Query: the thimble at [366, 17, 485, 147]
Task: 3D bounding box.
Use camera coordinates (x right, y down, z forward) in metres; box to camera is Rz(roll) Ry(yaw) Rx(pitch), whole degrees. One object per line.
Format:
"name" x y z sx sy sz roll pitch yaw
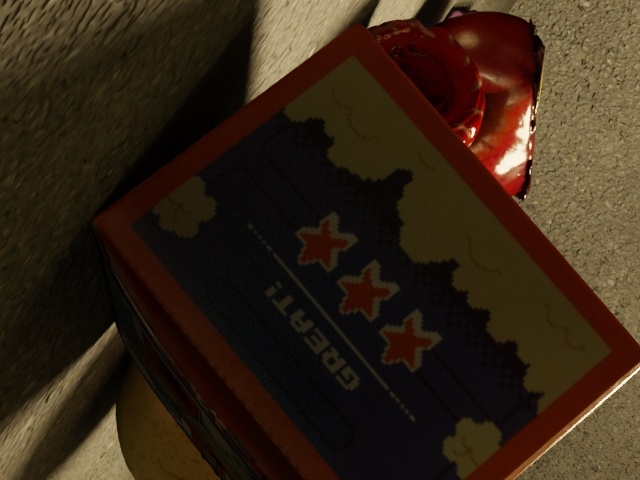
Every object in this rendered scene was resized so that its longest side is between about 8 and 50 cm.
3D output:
"thimble" 0.073 -0.121 1.484 0.189 0.163 0.125 -52 173 -34

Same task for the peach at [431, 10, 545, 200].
"peach" 0.177 -0.185 1.977 0.362 0.201 0.258 -94 -174 -76

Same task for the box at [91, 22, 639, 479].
"box" 0.013 0.079 1.124 0.257 0.318 0.349 -37 172 -13

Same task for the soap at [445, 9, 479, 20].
"soap" 0.205 -0.271 2.302 0.181 0.081 0.259 -57 174 15

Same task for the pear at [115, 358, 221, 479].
"pear" -0.056 0.172 1.504 0.309 0.309 0.309 -55 175 -6
